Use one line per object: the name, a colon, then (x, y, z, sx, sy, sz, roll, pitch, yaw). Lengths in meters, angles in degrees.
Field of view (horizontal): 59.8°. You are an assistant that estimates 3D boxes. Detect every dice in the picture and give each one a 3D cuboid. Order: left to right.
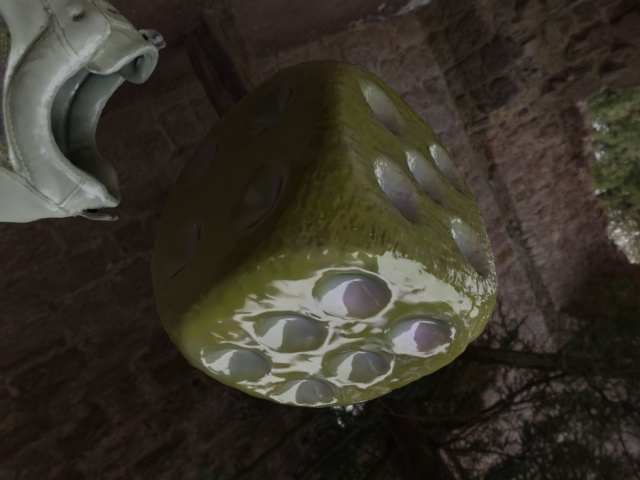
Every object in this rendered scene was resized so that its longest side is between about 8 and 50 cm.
dice: (0.000, 0.000, 0.517, 0.238, 0.227, 0.233, -35, -140, 31)

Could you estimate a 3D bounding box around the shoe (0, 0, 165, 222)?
shoe: (-0.216, -0.170, 0.404, 0.211, 0.342, 0.132, 6, -174, -3)
